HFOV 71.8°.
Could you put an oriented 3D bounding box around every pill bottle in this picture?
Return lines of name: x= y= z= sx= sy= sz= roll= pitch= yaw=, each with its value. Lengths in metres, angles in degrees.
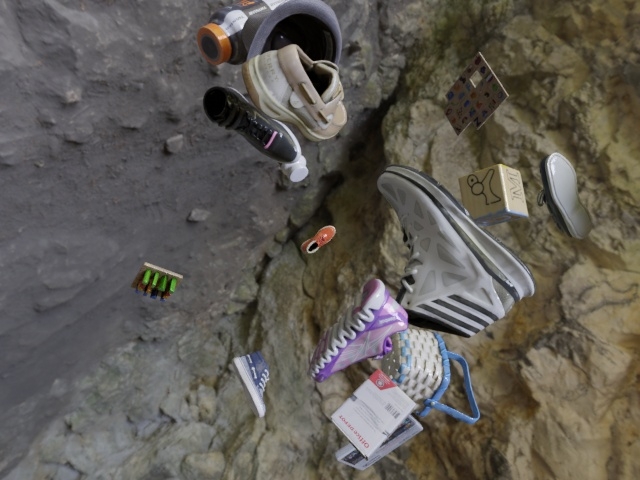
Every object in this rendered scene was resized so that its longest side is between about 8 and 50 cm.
pill bottle: x=-0.100 y=-0.268 z=1.448 sx=0.086 sy=0.151 sz=0.086 roll=-23 pitch=152 yaw=-13
pill bottle: x=-0.185 y=-0.518 z=1.093 sx=0.246 sy=0.130 sz=0.130 roll=-44 pitch=175 yaw=-34

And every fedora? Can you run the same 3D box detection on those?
fedora: x=-0.082 y=-0.435 z=0.996 sx=0.276 sy=0.124 sz=0.243 roll=-9 pitch=136 yaw=-47

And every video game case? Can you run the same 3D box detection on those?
video game case: x=0.144 y=0.477 z=1.055 sx=0.191 sy=0.022 sz=0.173 roll=-35 pitch=139 yaw=2

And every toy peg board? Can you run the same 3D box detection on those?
toy peg board: x=-0.671 y=0.190 z=1.794 sx=0.160 sy=0.161 sz=0.079 roll=-47 pitch=-149 yaw=33

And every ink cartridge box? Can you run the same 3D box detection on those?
ink cartridge box: x=0.100 y=0.335 z=0.853 sx=0.135 sy=0.099 sz=0.056 roll=-39 pitch=150 yaw=-19

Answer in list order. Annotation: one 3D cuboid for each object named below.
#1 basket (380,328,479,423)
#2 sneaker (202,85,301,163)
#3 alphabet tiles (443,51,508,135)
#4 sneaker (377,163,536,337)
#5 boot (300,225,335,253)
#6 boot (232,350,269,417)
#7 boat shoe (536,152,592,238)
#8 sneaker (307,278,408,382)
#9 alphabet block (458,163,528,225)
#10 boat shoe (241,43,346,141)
basket: x=0.328 y=0.398 z=1.334 sx=0.254 sy=0.289 sz=0.200 roll=-76 pitch=-173 yaw=-62
sneaker: x=-0.189 y=-0.298 z=1.162 sx=0.104 sy=0.296 sz=0.147 roll=-51 pitch=176 yaw=22
alphabet tiles: x=0.516 y=-0.481 z=1.517 sx=0.009 sy=0.198 sz=0.237 roll=-10 pitch=156 yaw=-27
sneaker: x=0.218 y=0.026 z=0.995 sx=0.258 sy=0.447 sz=0.169 roll=-39 pitch=149 yaw=-2
boot: x=0.000 y=0.000 z=1.721 sx=0.158 sy=0.059 sz=0.085 roll=-38 pitch=-169 yaw=-9
boot: x=-0.173 y=0.392 z=1.231 sx=0.086 sy=0.190 sz=0.069 roll=-15 pitch=141 yaw=-26
boat shoe: x=0.602 y=-0.111 z=1.113 sx=0.095 sy=0.254 sz=0.079 roll=-46 pitch=-155 yaw=-8
sneaker: x=0.067 y=0.182 z=0.784 sx=0.236 sy=0.105 sz=0.095 roll=-52 pitch=-171 yaw=23
alphabet block: x=0.703 y=-0.178 z=1.803 sx=0.194 sy=0.196 sz=0.193 roll=6 pitch=165 yaw=-44
boat shoe: x=-0.008 y=-0.239 z=0.728 sx=0.098 sy=0.109 sz=0.302 roll=-20 pitch=174 yaw=23
